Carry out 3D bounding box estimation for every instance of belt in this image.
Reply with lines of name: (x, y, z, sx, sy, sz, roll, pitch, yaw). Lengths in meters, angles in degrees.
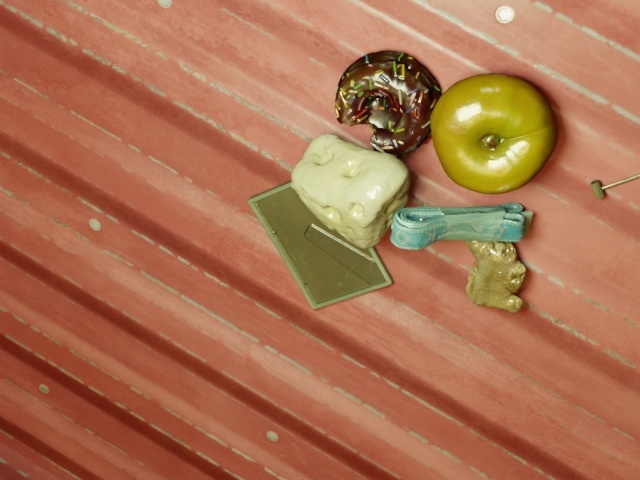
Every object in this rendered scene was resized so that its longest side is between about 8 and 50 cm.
belt: (0.294, -0.029, 1.986, 0.302, 0.087, 0.072, -3, 120, -10)

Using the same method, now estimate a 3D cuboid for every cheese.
cheese: (0.100, -0.087, 2.005, 0.251, 0.173, 0.248, 12, 153, 46)

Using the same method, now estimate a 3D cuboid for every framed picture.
framed picture: (0.000, 0.000, 2.240, 0.240, 0.020, 0.324, -22, 108, 32)

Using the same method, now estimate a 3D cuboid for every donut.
donut: (0.139, -0.274, 1.974, 0.216, 0.096, 0.230, -24, 106, 32)

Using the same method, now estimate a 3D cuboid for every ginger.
ginger: (0.379, 0.059, 2.080, 0.137, 0.074, 0.213, 0, 112, 24)

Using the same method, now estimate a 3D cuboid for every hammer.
hammer: (0.598, -0.116, 1.915, 0.110, 0.019, 0.035, -19, 109, 28)

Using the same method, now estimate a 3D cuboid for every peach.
peach: (0.343, -0.212, 1.897, 0.251, 0.153, 0.251, 2, 118, 4)
